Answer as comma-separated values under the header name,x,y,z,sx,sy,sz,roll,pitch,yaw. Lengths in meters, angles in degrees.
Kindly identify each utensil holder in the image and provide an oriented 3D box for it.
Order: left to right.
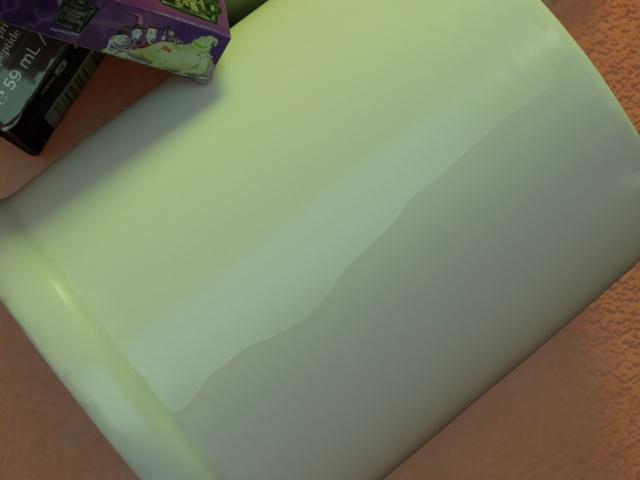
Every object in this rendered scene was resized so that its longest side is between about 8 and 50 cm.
name,x,y,z,sx,sy,sz,roll,pitch,yaw
utensil holder,0.000,0.000,1.259,0.385,0.327,0.328,-39,89,-6

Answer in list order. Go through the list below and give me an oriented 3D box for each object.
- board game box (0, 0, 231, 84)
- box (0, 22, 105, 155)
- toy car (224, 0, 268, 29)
name,x,y,z,sx,sy,sz,roll,pitch,yaw
board game box,-0.181,-0.254,1.229,0.208,0.347,0.056,18,126,-28
box,-0.256,-0.191,1.332,0.203,0.167,0.168,33,87,0
toy car,-0.046,-0.269,1.360,0.149,0.155,0.188,-24,76,-3
